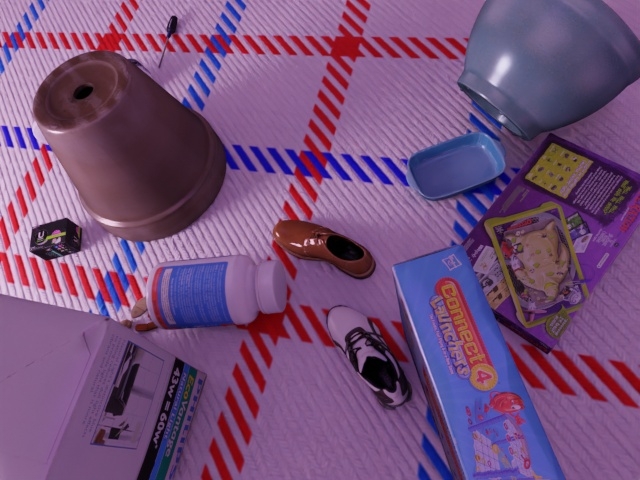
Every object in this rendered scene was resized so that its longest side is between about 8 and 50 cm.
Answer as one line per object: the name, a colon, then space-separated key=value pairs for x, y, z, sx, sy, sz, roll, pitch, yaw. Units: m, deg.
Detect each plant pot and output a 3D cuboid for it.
plant pot: x=0.371 y=-0.304 z=0.858 sx=0.196 sy=0.293 sz=0.293 roll=-49 pitch=61 yaw=17
plant pot: x=-0.385 y=-0.203 z=0.956 sx=0.323 sy=0.280 sz=0.323 roll=-5 pitch=62 yaw=10

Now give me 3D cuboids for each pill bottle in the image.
pill bottle: x=-0.177 y=0.089 z=0.851 sx=0.221 sy=0.124 sz=0.124 roll=-5 pitch=63 yaw=11

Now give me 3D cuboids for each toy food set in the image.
toy food set: x=-0.339 y=0.160 z=0.913 sx=0.078 sy=0.019 sz=0.122 roll=33 pitch=67 yaw=24

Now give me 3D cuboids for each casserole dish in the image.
casserole dish: x=0.254 y=-0.135 z=0.915 sx=0.188 sy=0.037 sz=0.114 roll=-20 pitch=61 yaw=2

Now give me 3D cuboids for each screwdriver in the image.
screwdriver: x=-0.403 y=-0.518 z=1.261 sx=0.025 sy=0.024 sz=0.170 roll=18 pitch=68 yaw=-11

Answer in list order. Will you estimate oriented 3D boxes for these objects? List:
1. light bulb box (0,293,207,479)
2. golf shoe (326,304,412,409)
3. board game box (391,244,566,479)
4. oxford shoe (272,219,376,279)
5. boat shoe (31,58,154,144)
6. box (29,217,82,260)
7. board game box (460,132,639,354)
light bulb box: x=-0.400 y=0.225 z=0.671 sx=0.358 sy=0.361 sz=0.225 roll=10 pitch=66 yaw=10
golf shoe: x=0.074 y=0.171 z=0.773 sx=0.077 sy=0.094 sz=0.198 roll=-38 pitch=61 yaw=-6
board game box: x=0.186 y=0.208 z=0.610 sx=0.086 sy=0.302 sz=0.308 roll=-18 pitch=62 yaw=4
oxford shoe: x=0.000 y=0.000 z=0.884 sx=0.212 sy=0.076 sz=0.076 roll=19 pitch=71 yaw=22
boat shoe: x=-0.550 y=-0.340 z=1.158 sx=0.301 sy=0.108 sz=0.102 roll=-37 pitch=62 yaw=-10
box: x=-0.557 y=-0.002 z=1.022 sx=0.083 sy=0.052 sz=0.062 roll=-15 pitch=62 yaw=6
board game box: x=0.386 y=-0.009 z=0.819 sx=0.208 sy=0.056 sz=0.347 roll=35 pitch=76 yaw=29
